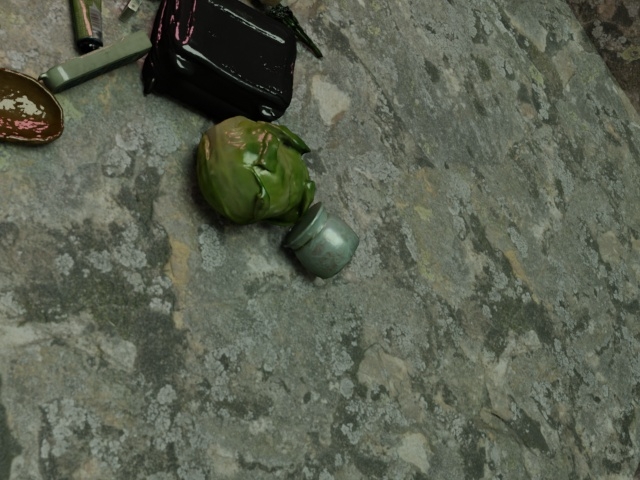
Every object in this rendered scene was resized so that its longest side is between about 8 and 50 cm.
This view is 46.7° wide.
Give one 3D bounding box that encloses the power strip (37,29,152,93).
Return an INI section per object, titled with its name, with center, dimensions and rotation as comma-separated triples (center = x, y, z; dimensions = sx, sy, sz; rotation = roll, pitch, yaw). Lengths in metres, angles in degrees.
[power strip]
center = -0.486, -0.388, 1.614
dimensions = 0.286, 0.080, 0.048
rotation = -38, 98, -42

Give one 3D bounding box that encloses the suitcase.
[suitcase]
center = -0.234, -0.452, 1.798
dimensions = 0.345, 0.188, 0.339
rotation = 22, 52, -29

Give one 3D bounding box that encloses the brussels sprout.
[brussels sprout]
center = -0.147, -0.155, 1.695
dimensions = 0.294, 0.227, 0.259
rotation = 52, 33, 2

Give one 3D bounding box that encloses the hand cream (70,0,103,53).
[hand cream]
center = -0.525, -0.514, 1.667
dimensions = 0.086, 0.055, 0.235
rotation = 8, 58, -40

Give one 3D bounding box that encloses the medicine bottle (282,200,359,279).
[medicine bottle]
center = 0.000, 0.000, 1.793
dimensions = 0.143, 0.147, 0.147
rotation = 42, 50, -13

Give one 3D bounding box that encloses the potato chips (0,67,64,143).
[potato chips]
center = -0.615, -0.263, 1.473
dimensions = 0.201, 0.049, 0.150
rotation = 9, 69, -38

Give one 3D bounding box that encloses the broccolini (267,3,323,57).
[broccolini]
center = -0.065, -0.571, 2.064
dimensions = 0.058, 0.074, 0.201
rotation = -45, 117, -5

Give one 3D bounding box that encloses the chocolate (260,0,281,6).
[chocolate]
center = -0.155, -0.786, 2.034
dimensions = 0.134, 0.134, 0.309
rotation = 7, 66, -37

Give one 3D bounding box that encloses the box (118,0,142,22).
[box]
center = -0.441, -0.558, 1.745
dimensions = 0.024, 0.054, 0.083
rotation = 36, 51, -27
